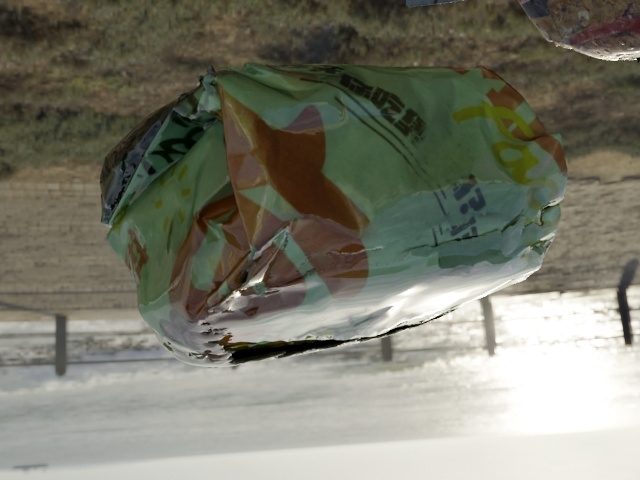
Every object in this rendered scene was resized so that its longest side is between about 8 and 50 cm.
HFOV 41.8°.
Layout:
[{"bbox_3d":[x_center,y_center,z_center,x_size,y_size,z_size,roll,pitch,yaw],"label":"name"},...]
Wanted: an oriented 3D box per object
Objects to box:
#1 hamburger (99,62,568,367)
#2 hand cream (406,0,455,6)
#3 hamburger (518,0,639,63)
[{"bbox_3d":[-0.002,0.000,0.436,0.214,0.125,0.235,7,151,-33],"label":"hamburger"},{"bbox_3d":[0.107,-0.384,0.867,0.058,0.271,0.091,-21,-160,-38],"label":"hand cream"},{"bbox_3d":[0.332,-0.305,0.957,0.107,0.230,0.231,-28,-176,-39],"label":"hamburger"}]
